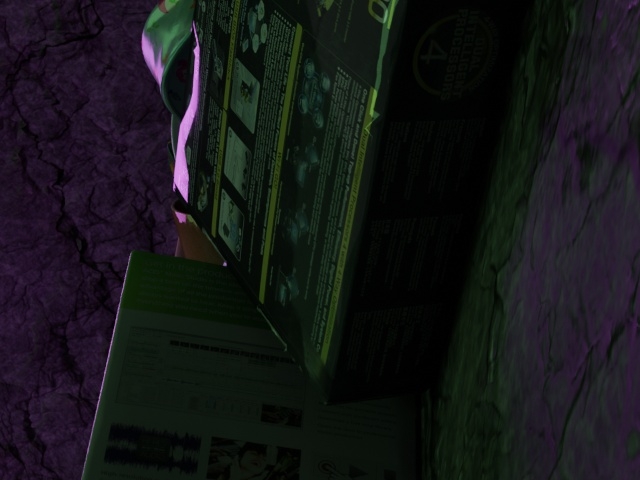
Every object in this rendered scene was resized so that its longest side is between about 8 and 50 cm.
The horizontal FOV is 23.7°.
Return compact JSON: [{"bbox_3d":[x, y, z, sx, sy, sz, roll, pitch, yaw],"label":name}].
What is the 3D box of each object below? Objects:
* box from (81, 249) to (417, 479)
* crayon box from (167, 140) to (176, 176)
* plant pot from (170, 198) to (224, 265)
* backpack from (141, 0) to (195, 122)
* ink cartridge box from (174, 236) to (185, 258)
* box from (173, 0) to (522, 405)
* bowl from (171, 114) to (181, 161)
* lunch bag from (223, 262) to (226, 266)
[{"bbox_3d":[-0.046,0.144,1.089,0.322,0.232,0.058,-85,6,-49],"label":"box"},{"bbox_3d":[-0.099,-0.165,2.352,0.081,0.278,0.165,61,172,4],"label":"crayon box"},{"bbox_3d":[-0.088,0.058,2.238,0.237,0.237,0.254,-98,2,-77],"label":"plant pot"},{"bbox_3d":[-0.055,-0.211,1.630,0.253,0.225,0.191,-38,48,16],"label":"backpack"},{"bbox_3d":[-0.127,0.047,2.541,0.193,0.234,0.088,-89,8,-57],"label":"ink cartridge box"},{"bbox_3d":[0.005,-0.134,1.077,0.318,0.097,0.395,-129,41,-51],"label":"box"},{"bbox_3d":[-0.030,-0.159,1.834,0.134,0.297,0.298,27,-116,-47],"label":"bowl"},{"bbox_3d":[-0.062,0.156,1.923,0.262,0.160,0.223,-128,48,-69],"label":"lunch bag"}]
